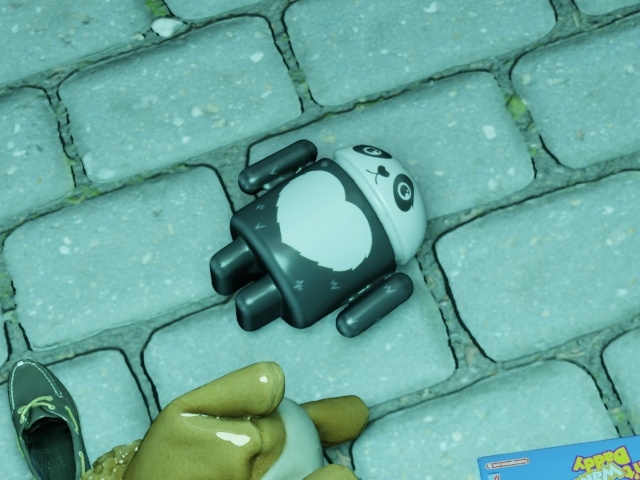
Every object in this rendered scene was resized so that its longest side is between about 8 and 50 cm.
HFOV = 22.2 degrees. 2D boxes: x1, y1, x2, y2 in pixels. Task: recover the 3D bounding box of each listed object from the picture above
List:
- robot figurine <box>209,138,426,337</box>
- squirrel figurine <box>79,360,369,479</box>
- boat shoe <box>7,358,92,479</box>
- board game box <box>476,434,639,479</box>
[{"bbox_3d":[-0.001,-0.002,2.012,0.278,0.209,0.173,-32,23,-12],"label":"robot figurine"},{"bbox_3d":[-0.097,0.375,1.787,0.397,0.281,0.370,-22,69,10],"label":"squirrel figurine"},{"bbox_3d":[-0.328,0.230,1.975,0.081,0.069,0.228,-24,59,-8],"label":"boat shoe"},{"bbox_3d":[0.356,0.329,1.755,0.347,0.078,0.233,-8,55,6],"label":"board game box"}]
